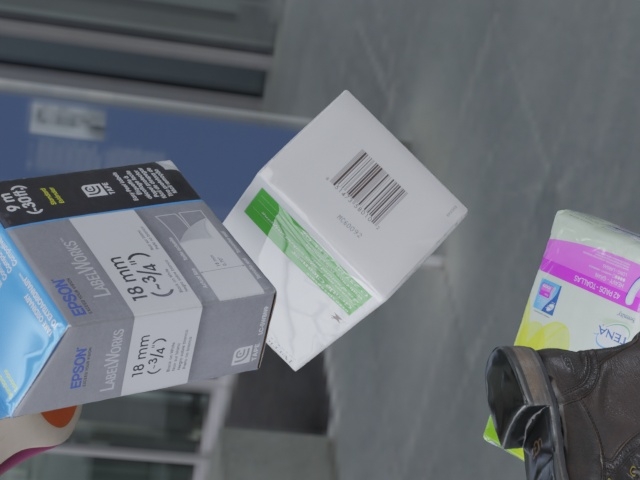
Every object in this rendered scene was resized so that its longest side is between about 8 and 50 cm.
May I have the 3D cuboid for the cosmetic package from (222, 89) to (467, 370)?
[{"bbox_3d":[0.000,0.000,1.780,0.155,0.197,0.365,-45,-2,-24],"label":"cosmetic package"}]

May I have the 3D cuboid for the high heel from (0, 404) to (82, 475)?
[{"bbox_3d":[-0.472,0.272,2.121,0.377,0.181,0.127,-45,-65,-57],"label":"high heel"}]

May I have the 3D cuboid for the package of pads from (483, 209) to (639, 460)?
[{"bbox_3d":[0.321,0.135,1.762,0.229,0.101,0.297,28,104,58],"label":"package of pads"}]

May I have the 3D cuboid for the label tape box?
[{"bbox_3d":[-0.246,0.044,1.509,0.240,0.333,0.106,48,136,40],"label":"label tape box"}]

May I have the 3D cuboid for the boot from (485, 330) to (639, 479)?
[{"bbox_3d":[0.265,0.171,1.219,0.091,0.229,0.263,118,143,-58],"label":"boot"}]
